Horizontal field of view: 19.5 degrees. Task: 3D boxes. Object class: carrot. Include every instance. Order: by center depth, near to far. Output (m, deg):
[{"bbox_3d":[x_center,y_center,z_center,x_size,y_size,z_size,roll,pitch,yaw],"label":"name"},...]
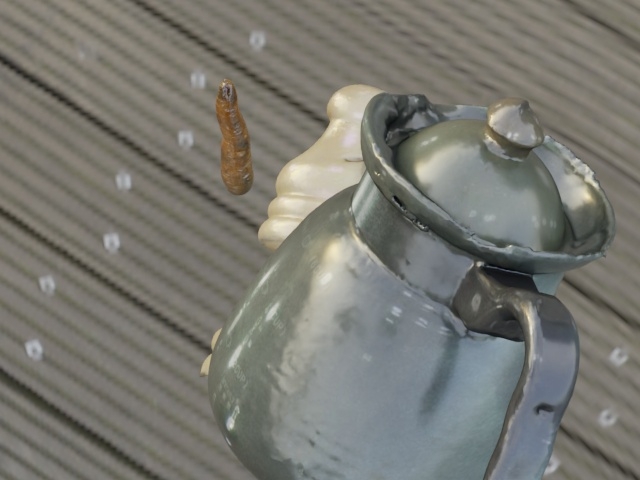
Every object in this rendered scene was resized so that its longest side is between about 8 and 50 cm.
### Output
[{"bbox_3d":[-0.091,-0.108,1.962,0.035,0.165,0.036,-1,48,1],"label":"carrot"}]

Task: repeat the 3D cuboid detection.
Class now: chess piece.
[{"bbox_3d":[0.000,0.000,1.727,0.138,0.124,0.307,8,76,29],"label":"chess piece"}]

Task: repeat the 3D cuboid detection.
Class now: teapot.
[{"bbox_3d":[0.062,0.044,1.172,0.223,0.305,0.285,26,118,2],"label":"teapot"}]
